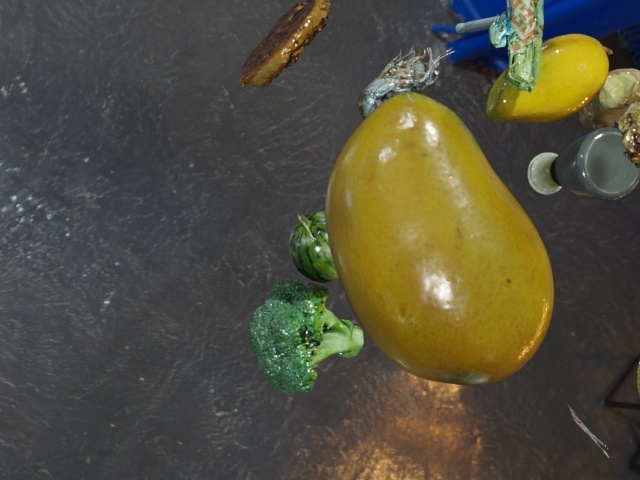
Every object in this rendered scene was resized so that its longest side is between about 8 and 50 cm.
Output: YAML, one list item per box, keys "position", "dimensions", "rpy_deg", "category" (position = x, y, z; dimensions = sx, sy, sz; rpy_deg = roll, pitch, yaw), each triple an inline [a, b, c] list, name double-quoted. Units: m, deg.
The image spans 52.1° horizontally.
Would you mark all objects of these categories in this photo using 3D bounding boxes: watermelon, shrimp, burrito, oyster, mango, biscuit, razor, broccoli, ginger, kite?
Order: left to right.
- position: [-0.086, -0.509, 1.696]
  dimensions: [0.081, 0.289, 0.334]
  rpy_deg: [42, 43, -23]
  category: "biscuit"
- position: [-0.035, 0.216, 1.456]
  dimensions: [0.269, 0.269, 0.254]
  rpy_deg: [10, 89, -35]
  category: "broccoli"
- position: [0.000, 0.000, 1.298]
  dimensions: [0.141, 0.140, 0.187]
  rpy_deg: [-58, 138, -26]
  category: "watermelon"
- position: [0.264, -0.475, 1.904]
  dimensions: [0.372, 0.172, 0.137]
  rpy_deg: [-45, 121, -7]
  category: "shrimp"
- position: [0.118, 0.006, 0.694]
  dimensions: [0.317, 0.211, 0.173]
  rpy_deg: [66, 17, -7]
  category: "mango"
- position: [0.408, -0.524, 1.567]
  dimensions: [0.106, 0.232, 0.068]
  rpy_deg: [35, 82, -31]
  category: "razor"
- position: [0.386, -0.435, 1.293]
  dimensions: [0.054, 0.104, 0.288]
  rpy_deg: [-11, 100, -69]
  category: "burrito"
- position: [0.491, -0.338, 1.400]
  dimensions: [0.316, 0.119, 0.177]
  rpy_deg: [-22, 119, -10]
  category: "mango"
- position: [0.528, 0.374, 1.291]
  dimensions: [0.005, 0.137, 0.152]
  rpy_deg: [-41, 131, 12]
  category: "kite"
- position: [0.818, -0.402, 1.845]
  dimensions: [0.152, 0.267, 0.138]
  rpy_deg: [-26, 77, -5]
  category: "ginger"
- position: [0.598, -0.193, 1.216]
  dimensions: [0.345, 0.078, 0.129]
  rpy_deg: [-23, 107, -59]
  category: "oyster"

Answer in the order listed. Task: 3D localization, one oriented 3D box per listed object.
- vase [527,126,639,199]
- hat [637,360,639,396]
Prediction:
- position: [0.661, -0.184, 1.696]
  dimensions: [0.173, 0.321, 0.173]
  rpy_deg: [0, 91, -10]
  category: "vase"
- position: [0.515, 0.198, 0.896]
  dimensions: [0.067, 0.146, 0.146]
  rpy_deg: [7, 80, -20]
  category: "hat"
